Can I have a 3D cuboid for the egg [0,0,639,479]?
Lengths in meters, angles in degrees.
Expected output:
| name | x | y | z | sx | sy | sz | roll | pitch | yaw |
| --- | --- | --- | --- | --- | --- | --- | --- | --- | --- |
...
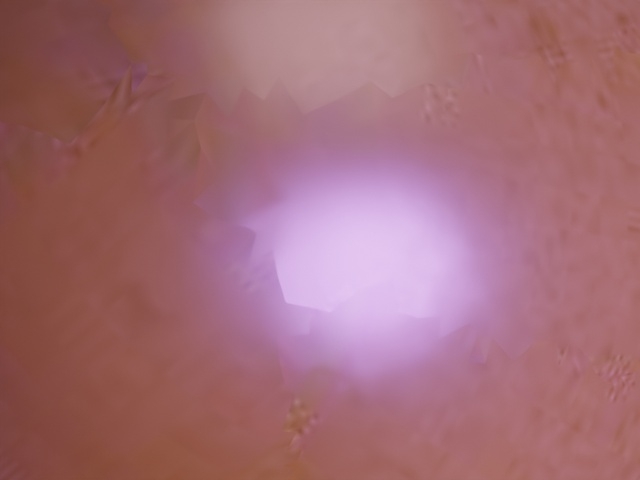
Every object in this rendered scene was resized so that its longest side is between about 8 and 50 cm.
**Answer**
| name | x | y | z | sx | sy | sz | roll | pitch | yaw |
| --- | --- | --- | --- | --- | --- | --- | --- | --- | --- |
| egg | 0.000 | 0.000 | 0.461 | 0.250 | 0.250 | 0.322 | 49 | 17 | 22 |
